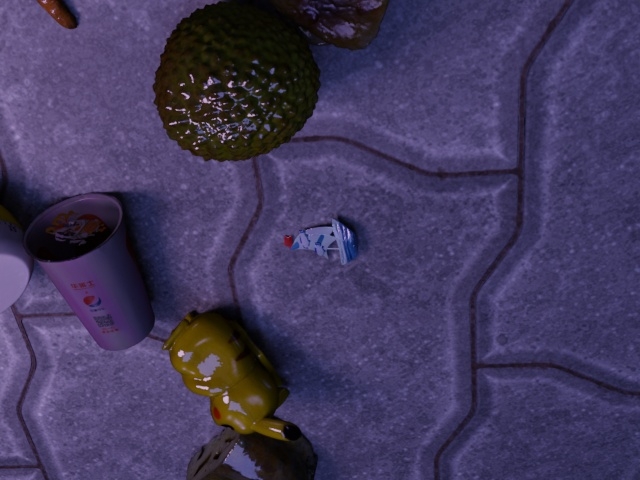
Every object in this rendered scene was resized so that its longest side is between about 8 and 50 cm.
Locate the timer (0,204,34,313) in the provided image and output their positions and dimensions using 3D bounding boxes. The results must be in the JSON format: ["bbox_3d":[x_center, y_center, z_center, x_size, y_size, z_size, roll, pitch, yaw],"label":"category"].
[{"bbox_3d":[-0.715,0.005,1.759,0.285,0.285,0.285,3,126,4],"label":"timer"}]

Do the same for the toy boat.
[{"bbox_3d":[0.006,-0.007,1.791,0.149,0.034,0.105,20,129,6],"label":"toy boat"}]

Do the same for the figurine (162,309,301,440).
[{"bbox_3d":[-0.184,0.285,1.913,0.169,0.218,0.326,-34,97,5],"label":"figurine"}]

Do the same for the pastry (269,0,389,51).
[{"bbox_3d":[0.023,-0.407,1.448,0.229,0.100,0.218,-31,118,26],"label":"pastry"}]

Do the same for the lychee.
[{"bbox_3d":[-0.140,-0.253,1.473,0.270,0.320,0.269,-27,141,-24],"label":"lychee"}]

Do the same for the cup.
[{"bbox_3d":[-0.438,0.074,1.803,0.203,0.203,0.288,-7,131,10],"label":"cup"}]

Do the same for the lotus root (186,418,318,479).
[{"bbox_3d":[-0.147,0.560,2.141,0.260,0.149,0.267,34,125,-17],"label":"lotus root"}]

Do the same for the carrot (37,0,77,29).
[{"bbox_3d":[-0.467,-0.429,1.515,0.047,0.047,0.191,-20,124,18],"label":"carrot"}]
